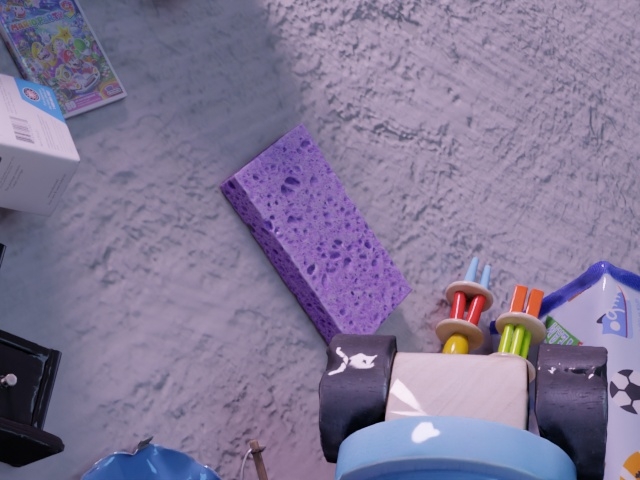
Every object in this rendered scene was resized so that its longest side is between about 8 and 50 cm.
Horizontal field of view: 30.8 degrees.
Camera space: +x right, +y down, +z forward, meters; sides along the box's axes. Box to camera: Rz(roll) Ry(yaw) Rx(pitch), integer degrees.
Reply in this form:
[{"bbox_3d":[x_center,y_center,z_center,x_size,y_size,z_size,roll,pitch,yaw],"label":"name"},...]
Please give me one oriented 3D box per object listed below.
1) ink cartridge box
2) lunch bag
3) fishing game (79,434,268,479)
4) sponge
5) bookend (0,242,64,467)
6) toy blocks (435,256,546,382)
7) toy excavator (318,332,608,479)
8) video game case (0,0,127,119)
[{"bbox_3d":[-0.285,-0.087,0.882,0.180,0.060,0.104,13,34,-37],"label":"ink cartridge box"},{"bbox_3d":[0.373,0.252,1.229,0.386,0.239,0.327,19,59,-27],"label":"lunch bag"},{"bbox_3d":[-0.126,0.251,0.920,0.264,0.041,0.189,-11,83,-42],"label":"fishing game"},{"bbox_3d":[0.000,0.000,1.143,0.210,0.031,0.117,56,46,-8],"label":"sponge"},{"bbox_3d":[-0.258,0.067,0.859,0.157,0.072,0.156,28,56,-31],"label":"bookend"},{"bbox_3d":[0.180,0.077,1.206,0.054,0.123,0.148,49,46,-35],"label":"toy blocks"},{"bbox_3d":[0.098,0.353,0.912,0.432,0.223,0.445,81,16,-46],"label":"toy excavator"},{"bbox_3d":[-0.232,-0.168,1.024,0.087,0.011,0.122,-30,93,-44],"label":"video game case"}]
